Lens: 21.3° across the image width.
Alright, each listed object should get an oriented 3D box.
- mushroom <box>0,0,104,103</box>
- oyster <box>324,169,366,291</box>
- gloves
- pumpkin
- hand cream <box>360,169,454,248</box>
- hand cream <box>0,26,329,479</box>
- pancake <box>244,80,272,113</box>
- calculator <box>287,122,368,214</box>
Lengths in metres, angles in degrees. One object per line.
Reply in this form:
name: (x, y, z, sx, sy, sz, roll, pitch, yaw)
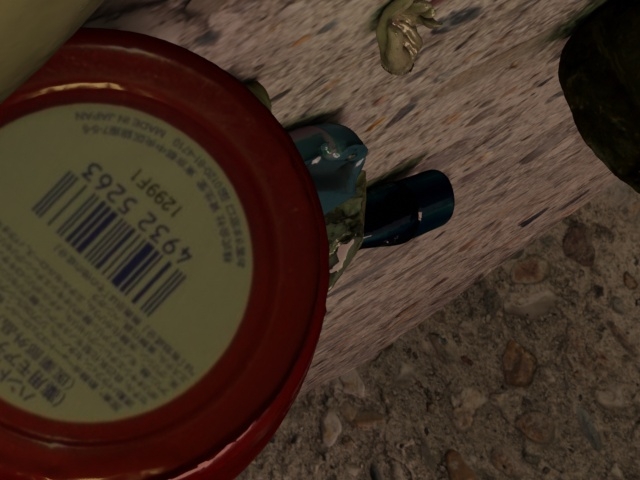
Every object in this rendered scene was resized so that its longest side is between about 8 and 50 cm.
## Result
mushroom: (-0.091, -0.114, 0.414, 0.128, 0.128, 0.350, -24, 165, -44)
oyster: (-0.073, 0.048, 1.510, 0.199, 0.087, 0.252, -6, 146, -48)
gloves: (0.052, -0.131, 1.102, 0.044, 0.037, 0.081, -58, 179, -39)
pumpkin: (0.357, -0.133, 1.561, 0.139, 0.222, 0.317, -38, 171, 29)
hand cream: (0.000, 0.000, 1.653, 0.270, 0.061, 0.120, -20, 172, -21)
hand cream: (-0.107, 0.022, 0.793, 0.230, 0.230, 0.149, -30, 171, -14)
pancake: (-0.170, -0.001, 0.978, 0.376, 0.054, 0.197, -30, 171, -26)
calculator: (-0.089, 0.002, 1.315, 0.293, 0.051, 0.173, -34, 172, 18)
